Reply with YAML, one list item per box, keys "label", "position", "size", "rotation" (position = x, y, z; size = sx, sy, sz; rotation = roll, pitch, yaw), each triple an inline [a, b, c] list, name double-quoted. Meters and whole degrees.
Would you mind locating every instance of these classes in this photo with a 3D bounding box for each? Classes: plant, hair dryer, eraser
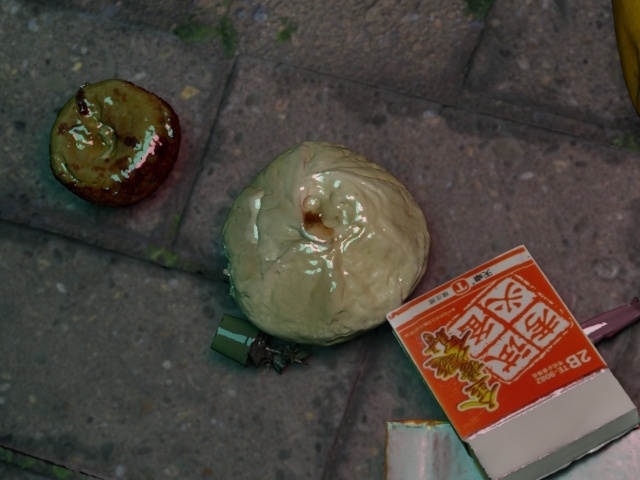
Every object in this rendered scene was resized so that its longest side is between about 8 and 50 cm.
- label: "plant"
  position: [-0.060, 0.112, 2.017]
  size: [0.102, 0.051, 0.051]
  rotation: [21, 80, 5]
- label: "hair dryer"
  position: [0.278, 0.100, 1.936]
  size: [0.154, 0.054, 0.106]
  rotation: [-40, 73, -4]
- label: "eraser"
  position: [0.182, 0.123, 1.880]
  size: [0.157, 0.038, 0.230]
  rotation: [-27, 51, -5]

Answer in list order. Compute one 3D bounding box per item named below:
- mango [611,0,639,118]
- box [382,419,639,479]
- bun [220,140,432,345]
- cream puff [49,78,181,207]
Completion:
- label: "mango"
  position: [0.407, -0.221, 1.936]
  size: [0.253, 0.182, 0.365]
  rotation: [-28, 58, 8]
- label: "box"
  position: [0.216, 0.275, 1.877]
  size: [0.313, 0.089, 0.197]
  rotation: [0, 77, 14]
- label: "bun"
  position: [0.000, 0.000, 1.980]
  size: [0.220, 0.134, 0.220]
  rotation: [-4, 65, 9]
- label: "cream puff"
  position: [-0.218, -0.103, 2.099]
  size: [0.149, 0.084, 0.149]
  rotation: [-5, 69, 14]
